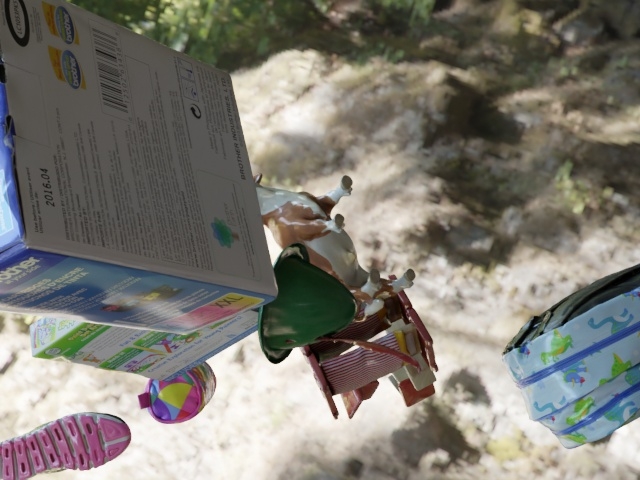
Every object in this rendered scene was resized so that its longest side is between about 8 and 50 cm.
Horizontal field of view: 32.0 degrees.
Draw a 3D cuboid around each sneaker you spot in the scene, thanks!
[{"bbox_3d":[-0.273,0.220,1.218,0.075,0.170,0.063,-15,-93,-70],"label":"sneaker"}]

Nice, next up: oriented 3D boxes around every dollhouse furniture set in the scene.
[{"bbox_3d":[0.099,0.238,1.954,0.201,0.152,0.374,-26,-34,-3],"label":"dollhouse furniture set"}]

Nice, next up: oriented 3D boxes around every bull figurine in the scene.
[{"bbox_3d":[0.000,0.000,1.701,0.310,0.188,0.101,51,-127,-21],"label":"bull figurine"}]

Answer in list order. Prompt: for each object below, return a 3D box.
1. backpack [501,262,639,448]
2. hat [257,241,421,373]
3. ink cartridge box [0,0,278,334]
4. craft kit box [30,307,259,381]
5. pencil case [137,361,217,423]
[{"bbox_3d":[0.453,0.163,1.712,0.356,0.290,0.273,-4,-104,-30],"label":"backpack"},{"bbox_3d":[0.037,0.101,1.536,0.208,0.184,0.172,-14,-67,-69],"label":"hat"},{"bbox_3d":[-0.235,-0.072,1.040,0.395,0.151,0.269,17,-126,-55],"label":"ink cartridge box"},{"bbox_3d":[-0.230,0.113,1.551,0.250,0.061,0.247,-32,-31,33],"label":"craft kit box"},{"bbox_3d":[-0.230,0.242,1.831,0.236,0.104,0.104,59,-124,-86],"label":"pencil case"}]
